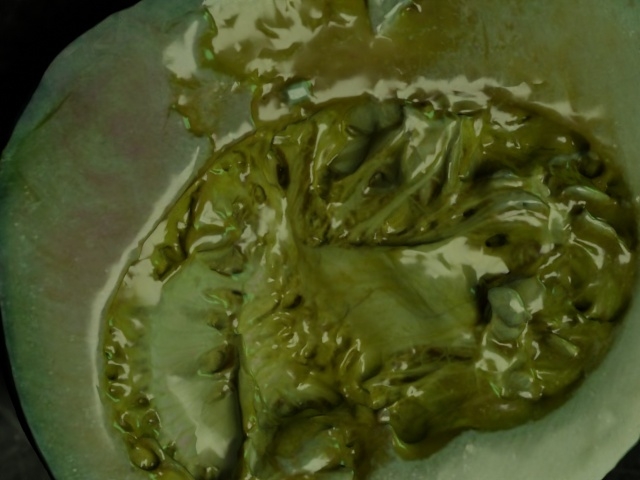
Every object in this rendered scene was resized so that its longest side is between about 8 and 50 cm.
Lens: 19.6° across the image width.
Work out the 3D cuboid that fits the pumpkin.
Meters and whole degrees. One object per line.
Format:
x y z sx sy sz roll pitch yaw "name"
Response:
0.000 0.000 0.773 0.293 0.197 0.263 -25 92 -14 "pumpkin"
